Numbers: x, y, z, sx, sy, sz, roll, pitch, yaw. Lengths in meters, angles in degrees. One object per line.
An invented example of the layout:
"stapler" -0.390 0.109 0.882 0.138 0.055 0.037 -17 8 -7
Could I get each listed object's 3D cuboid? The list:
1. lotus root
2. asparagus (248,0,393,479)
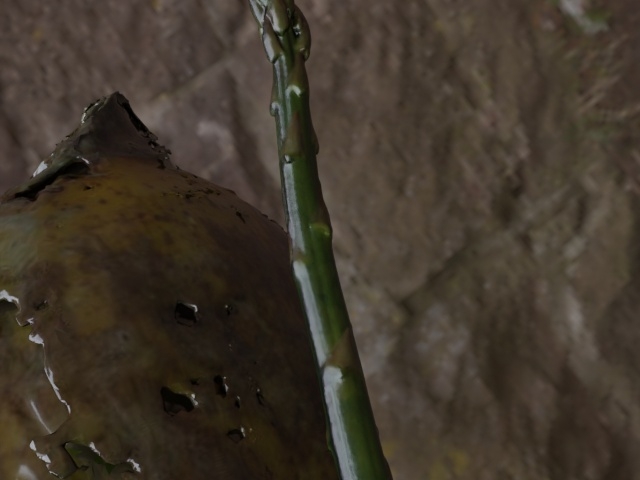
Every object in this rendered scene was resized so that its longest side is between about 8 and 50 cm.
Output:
"lotus root" -0.060 0.143 0.568 0.196 0.179 0.398 -19 75 34
"asparagus" 0.000 0.000 0.392 0.016 0.016 0.163 102 159 -68
